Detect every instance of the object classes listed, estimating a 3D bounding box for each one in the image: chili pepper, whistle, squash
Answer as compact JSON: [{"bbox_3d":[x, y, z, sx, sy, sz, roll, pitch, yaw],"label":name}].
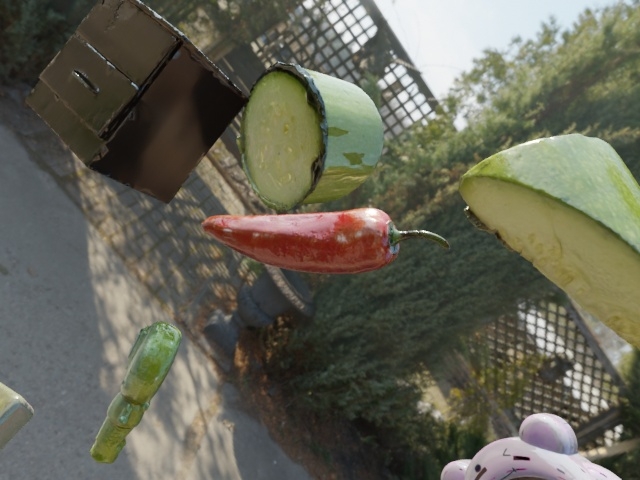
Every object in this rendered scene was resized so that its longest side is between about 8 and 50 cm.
[{"bbox_3d":[0.000,0.000,0.571,0.063,0.272,0.071,-5,96,-74],"label":"chili pepper"},{"bbox_3d":[-0.241,0.193,0.677,0.057,0.198,0.104,29,6,-14],"label":"whistle"},{"bbox_3d":[-0.030,-0.157,0.820,0.133,0.220,0.220,-10,62,-48],"label":"squash"},{"bbox_3d":[0.235,0.034,0.426,0.093,0.169,0.252,104,-22,-58],"label":"squash"}]

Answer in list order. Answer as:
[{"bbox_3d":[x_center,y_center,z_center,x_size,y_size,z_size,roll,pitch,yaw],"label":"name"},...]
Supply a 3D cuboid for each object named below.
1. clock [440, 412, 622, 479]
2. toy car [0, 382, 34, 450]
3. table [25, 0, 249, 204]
[{"bbox_3d":[0.351,0.462,0.819,0.113,0.295,0.322,21,35,-46],"label":"clock"},{"bbox_3d":[-0.446,0.092,0.446,0.336,0.242,0.226,16,-38,30],"label":"toy car"},{"bbox_3d":[-0.244,-0.190,0.707,0.169,0.193,0.172,41,4,25],"label":"table"}]
